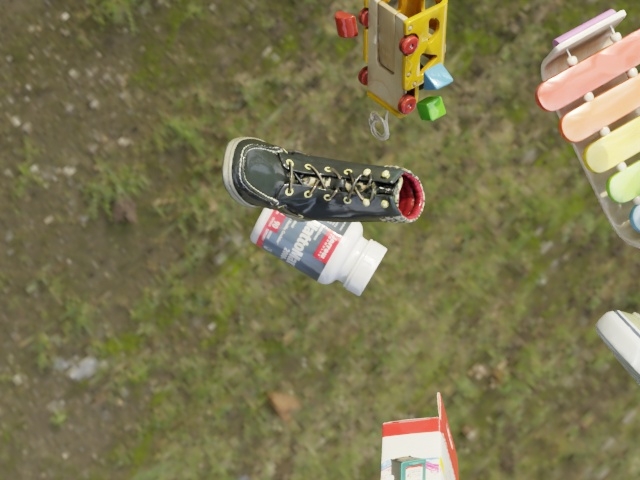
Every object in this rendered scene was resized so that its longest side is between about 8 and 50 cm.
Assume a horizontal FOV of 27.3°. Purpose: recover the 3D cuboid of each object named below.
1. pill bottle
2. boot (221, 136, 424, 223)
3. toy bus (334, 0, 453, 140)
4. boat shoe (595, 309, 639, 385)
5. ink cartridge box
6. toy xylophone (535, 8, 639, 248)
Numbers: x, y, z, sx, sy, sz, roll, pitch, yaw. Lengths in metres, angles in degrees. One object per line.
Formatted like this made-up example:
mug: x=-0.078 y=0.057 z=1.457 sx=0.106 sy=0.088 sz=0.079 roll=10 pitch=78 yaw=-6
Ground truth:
pill bottle: x=0.000 y=0.000 z=1.897 sx=0.108 sy=0.180 sz=0.108 roll=-59 pitch=177 yaw=-5
boot: x=0.006 y=-0.072 z=1.586 sx=0.236 sy=0.178 sz=0.085 roll=23 pitch=72 yaw=-60
toy bus: x=0.121 y=-0.257 z=1.803 sx=0.104 sy=0.191 sz=0.202 roll=-29 pitch=-175 yaw=-26
boat shoe: x=0.416 y=0.154 z=1.412 sx=0.094 sy=0.302 sz=0.109 roll=-44 pitch=131 yaw=-1
ink cartridge box: x=0.124 y=0.315 z=1.619 sx=0.078 sy=0.231 sz=0.134 roll=-8 pitch=129 yaw=12
toy xylophone: x=0.425 y=-0.157 z=1.744 sx=0.236 sy=0.323 sz=0.081 roll=-37 pitch=-171 yaw=-13
